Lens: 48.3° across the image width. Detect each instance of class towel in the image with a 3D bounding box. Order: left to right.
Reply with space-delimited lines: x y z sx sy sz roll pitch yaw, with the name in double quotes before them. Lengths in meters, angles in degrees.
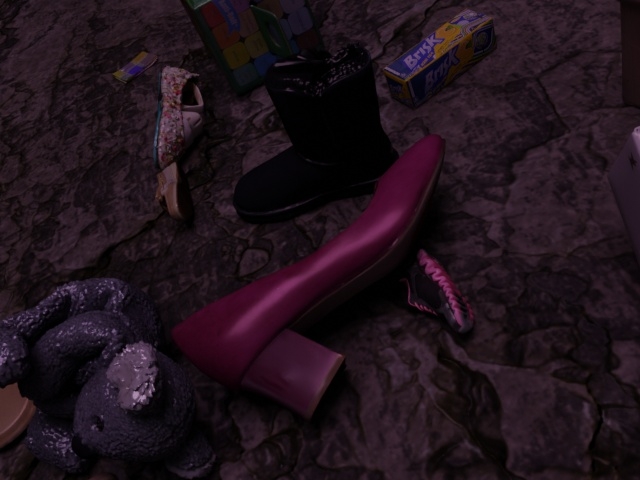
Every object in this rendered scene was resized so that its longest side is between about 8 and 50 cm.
"towel" -0.363 -0.341 1.397 0.083 0.009 0.060 -43 47 -17

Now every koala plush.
"koala plush" -0.209 0.151 0.746 0.221 0.196 0.203 20 50 42

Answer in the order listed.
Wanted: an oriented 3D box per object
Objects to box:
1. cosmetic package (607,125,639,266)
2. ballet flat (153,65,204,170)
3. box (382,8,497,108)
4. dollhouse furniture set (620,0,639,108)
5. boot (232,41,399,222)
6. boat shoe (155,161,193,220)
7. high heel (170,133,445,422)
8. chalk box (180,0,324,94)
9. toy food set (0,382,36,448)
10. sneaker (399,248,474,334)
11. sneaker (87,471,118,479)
"cosmetic package" 0.457 -0.041 0.587 0.365 0.155 0.197 -16 78 11
"ballet flat" -0.229 -0.208 1.165 0.077 0.091 0.241 -2 49 -7
"box" 0.177 -0.268 1.049 0.169 0.054 0.059 -38 45 -11
"dollhouse furniture set" 0.463 -0.203 0.778 0.212 0.161 0.242 -40 45 -14
"boot" -0.032 -0.137 0.913 0.246 0.207 0.094 -12 46 15
"boat shoe" -0.218 -0.065 1.050 0.045 0.050 0.135 -26 34 5
"high heel" 0.000 0.000 0.797 0.181 0.127 0.377 27 64 12
"chalk box" -0.121 -0.383 1.204 0.179 0.180 0.289 -29 43 -3
"toy food set" -0.403 0.206 0.894 0.192 0.039 0.132 -19 51 0
"sneaker" 0.123 0.065 0.779 0.057 0.047 0.119 -41 41 13
"sneaker" -0.251 0.323 0.702 0.071 0.066 0.188 31 72 23
